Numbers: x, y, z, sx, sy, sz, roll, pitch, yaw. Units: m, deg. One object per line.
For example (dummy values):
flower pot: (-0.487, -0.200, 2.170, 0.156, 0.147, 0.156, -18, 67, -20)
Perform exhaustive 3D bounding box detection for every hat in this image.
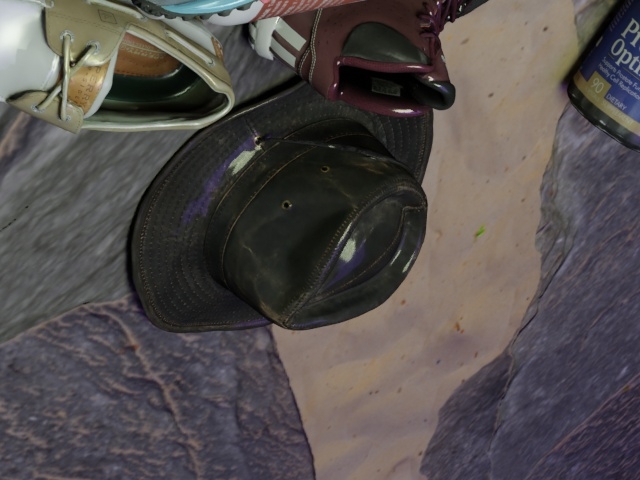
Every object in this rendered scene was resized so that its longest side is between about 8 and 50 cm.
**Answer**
hat: (0.000, 0.000, 1.718, 0.331, 0.134, 0.331, -26, 143, -22)

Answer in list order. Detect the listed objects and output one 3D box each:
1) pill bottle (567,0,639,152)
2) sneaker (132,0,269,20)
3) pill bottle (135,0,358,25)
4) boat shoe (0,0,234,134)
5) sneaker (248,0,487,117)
pill bottle: (0.346, -0.199, 1.840, 0.122, 0.123, 0.219, 8, 122, -48)
sneaker: (-0.038, -0.257, 1.289, 0.262, 0.104, 0.125, -39, 129, -12)
pill bottle: (-0.039, -0.229, 1.441, 0.216, 0.121, 0.121, -15, 138, -33)
boat shoe: (-0.188, -0.142, 1.408, 0.302, 0.103, 0.113, -1, 129, -43)
sneaker: (0.093, -0.173, 1.591, 0.281, 0.162, 0.106, -23, 141, -24)
